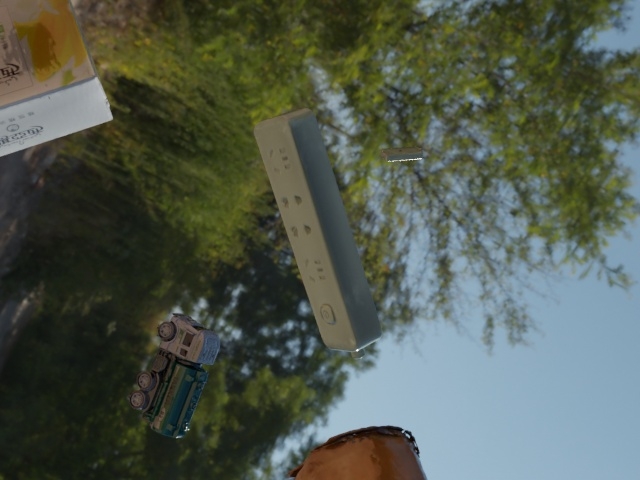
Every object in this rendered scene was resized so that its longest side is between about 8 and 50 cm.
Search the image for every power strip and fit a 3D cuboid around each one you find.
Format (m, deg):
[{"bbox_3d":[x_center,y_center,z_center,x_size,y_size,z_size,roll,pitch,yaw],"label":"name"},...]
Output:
[{"bbox_3d":[0.000,0.000,1.200,0.062,0.385,0.091,-25,-168,-36],"label":"power strip"},{"bbox_3d":[0.168,-0.179,1.685,0.040,0.090,0.016,-120,-152,-60],"label":"power strip"}]

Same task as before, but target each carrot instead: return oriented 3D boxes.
[{"bbox_3d":[0.051,0.328,0.763,0.196,0.196,0.254,-53,-134,38],"label":"carrot"}]

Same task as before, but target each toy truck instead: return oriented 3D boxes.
[{"bbox_3d":[-0.103,0.098,0.590,0.039,0.044,0.083,28,83,-66],"label":"toy truck"}]

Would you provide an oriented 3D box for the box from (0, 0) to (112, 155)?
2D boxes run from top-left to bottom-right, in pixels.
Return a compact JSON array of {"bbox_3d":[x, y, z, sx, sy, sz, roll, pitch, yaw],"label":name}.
[{"bbox_3d":[-0.433,-0.221,1.079,0.111,0.260,0.194,98,-31,-65],"label":"box"}]
